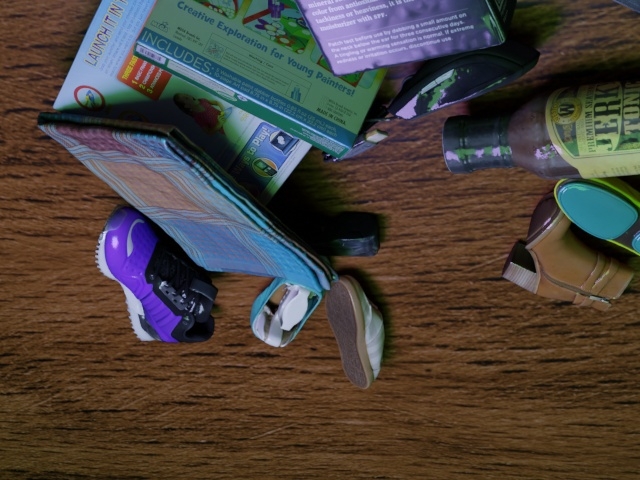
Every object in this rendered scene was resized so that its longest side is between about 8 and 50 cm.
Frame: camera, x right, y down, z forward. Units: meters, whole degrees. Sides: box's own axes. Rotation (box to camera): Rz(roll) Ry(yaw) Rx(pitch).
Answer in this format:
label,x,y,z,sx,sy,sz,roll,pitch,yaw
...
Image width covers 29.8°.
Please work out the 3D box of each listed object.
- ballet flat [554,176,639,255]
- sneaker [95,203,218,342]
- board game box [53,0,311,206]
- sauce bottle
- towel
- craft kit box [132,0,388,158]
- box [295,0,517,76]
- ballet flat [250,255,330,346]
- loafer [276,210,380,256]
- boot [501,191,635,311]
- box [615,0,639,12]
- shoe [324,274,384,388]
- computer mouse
label,x,y,z,sx,sy,sz,roll,pitch,yaw
ballet flat,0.382,-0.029,1.474,0.231,0.077,0.077,29,133,-13
sneaker,-0.223,0.056,1.775,0.146,0.102,0.293,11,147,20
board game box,-0.137,-0.205,1.477,0.302,0.086,0.308,29,138,-11
sauce bottle,0.311,-0.123,1.375,0.344,0.111,0.111,-6,133,24
towel,-0.173,-0.047,1.582,0.271,0.040,0.370,9,156,41
craft kit box,-0.034,-0.250,1.272,0.249,0.247,0.061,27,168,-8
box,0.061,-0.361,1.075,0.182,0.296,0.294,-7,132,28
ballet flat,-0.056,0.105,1.781,0.083,0.087,0.247,24,139,-6
loafer,0.000,0.000,1.668,0.170,0.062,0.061,5,142,18
boot,0.335,0.017,1.553,0.152,0.073,0.197,20,151,0
box,0.338,-0.336,1.177,0.183,0.056,0.231,24,138,-6
shoe,0.057,0.128,1.794,0.076,0.058,0.219,30,145,37
computer mouse,0.109,-0.168,1.365,0.262,0.184,0.060,-18,105,37
